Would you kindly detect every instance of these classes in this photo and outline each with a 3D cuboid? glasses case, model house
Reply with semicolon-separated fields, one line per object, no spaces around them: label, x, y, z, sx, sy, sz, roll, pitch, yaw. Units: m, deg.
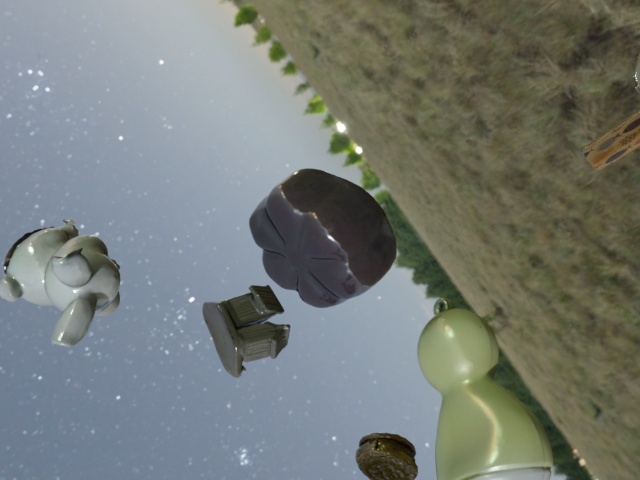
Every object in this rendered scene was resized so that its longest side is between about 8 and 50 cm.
glasses case;0.639;-0.212;1.278;0.064;0.170;0.041;36;-128;-9
model house;-0.173;0.201;1.493;0.229;0.188;0.122;57;157;34

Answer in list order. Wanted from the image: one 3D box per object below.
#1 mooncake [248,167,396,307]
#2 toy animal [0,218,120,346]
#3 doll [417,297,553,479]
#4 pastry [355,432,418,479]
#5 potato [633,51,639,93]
mooncake;0.000;0.000;1.026;0.245;0.133;0.245;26;138;26
toy animal;-0.196;0.027;0.481;0.085;0.124;0.071;-13;-71;-51
doll;0.185;0.197;0.706;0.117;0.141;0.296;14;-130;-25
pastry;0.106;0.349;0.979;0.097;0.109;0.057;42;-142;-20
potato;0.505;-0.245;0.828;0.137;0.176;0.137;36;141;36
